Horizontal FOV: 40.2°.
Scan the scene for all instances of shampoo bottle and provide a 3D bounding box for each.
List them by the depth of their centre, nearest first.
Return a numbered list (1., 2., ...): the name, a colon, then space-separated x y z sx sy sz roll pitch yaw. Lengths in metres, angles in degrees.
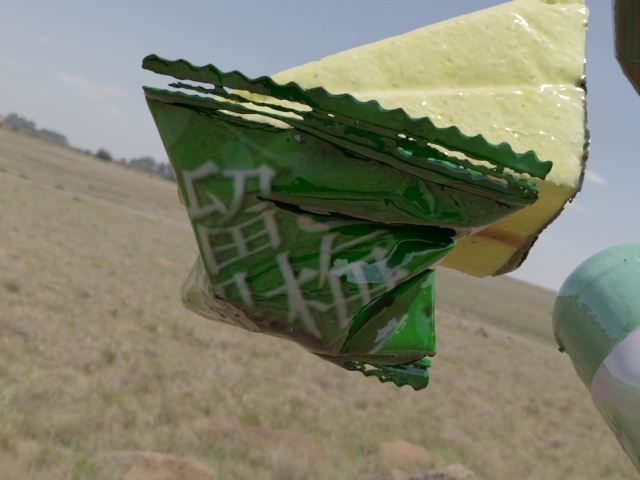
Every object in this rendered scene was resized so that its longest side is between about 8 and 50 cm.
1. shampoo bottle: 0.325 0.144 0.754 0.222 0.151 0.349 48 14 -43

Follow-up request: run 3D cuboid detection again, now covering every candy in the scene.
1. candy: -0.001 -0.004 0.382 0.141 0.078 0.203 3 -28 -6

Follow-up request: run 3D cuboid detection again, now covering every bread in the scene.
1. bread: 0.043 -0.094 0.619 0.264 0.163 0.167 12 -23 -7

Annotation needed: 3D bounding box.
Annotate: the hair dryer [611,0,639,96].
1. hair dryer: 0.447 -0.254 0.888 0.302 0.244 0.116 -11 23 0
